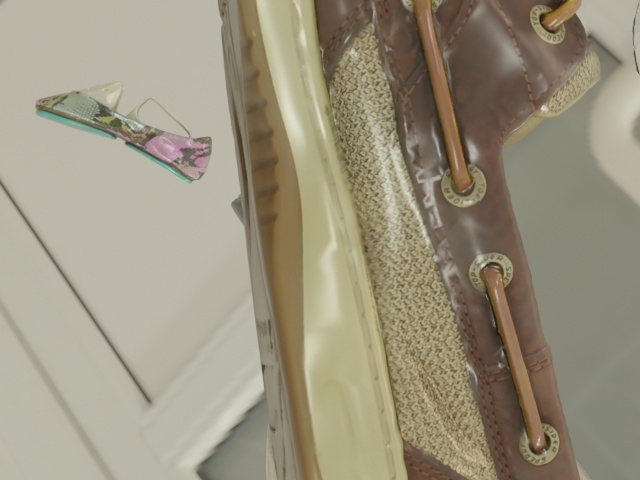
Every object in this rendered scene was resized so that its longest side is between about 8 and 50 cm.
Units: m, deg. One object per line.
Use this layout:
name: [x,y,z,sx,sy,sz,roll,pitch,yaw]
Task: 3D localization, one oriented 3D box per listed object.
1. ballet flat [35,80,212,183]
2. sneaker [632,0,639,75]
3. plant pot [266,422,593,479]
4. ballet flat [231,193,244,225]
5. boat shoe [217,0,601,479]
ballet flat: [-0.234,-0.145,1.978,0.077,0.221,0.079,-168,-78,-84]
sneaker: [0.293,-0.186,1.228,0.072,0.077,0.178,33,71,-51]
plant pot: [0.068,0.185,1.119,0.256,0.256,0.274,-35,142,-7]
ballet flat: [0.000,0.000,1.349,0.074,0.203,0.074,-8,100,-51]
boat shoe: [0.033,-0.054,0.551,0.123,0.342,0.123,-7,178,-7]
